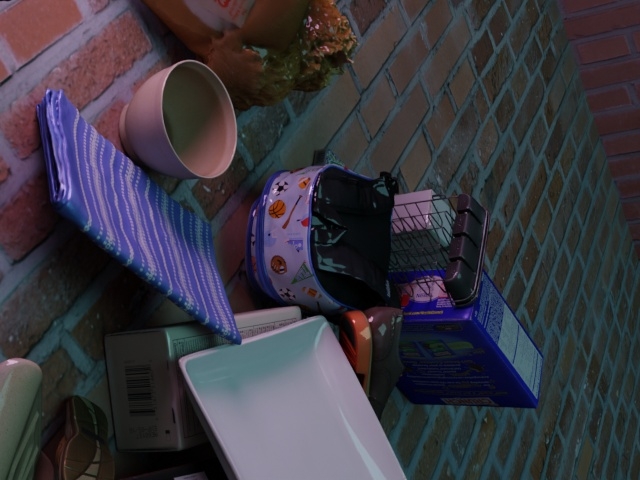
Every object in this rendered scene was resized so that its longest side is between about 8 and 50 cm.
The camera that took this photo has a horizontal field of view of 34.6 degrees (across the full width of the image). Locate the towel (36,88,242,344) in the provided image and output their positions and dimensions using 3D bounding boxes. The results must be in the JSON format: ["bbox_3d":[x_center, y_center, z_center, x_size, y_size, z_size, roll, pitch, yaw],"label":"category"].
[{"bbox_3d":[-0.224,-0.029,1.301,0.336,0.040,0.243,43,16,-41],"label":"towel"}]

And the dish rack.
[{"bbox_3d":[0.147,0.020,1.785,0.074,0.272,0.208,53,41,-41],"label":"dish rack"}]

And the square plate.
[{"bbox_3d":[-0.020,0.286,1.368,0.344,0.049,0.347,-10,71,-59],"label":"square plate"}]

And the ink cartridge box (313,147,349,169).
[{"bbox_3d":[0.028,-0.111,1.855,0.115,0.029,0.062,40,50,-47],"label":"ink cartridge box"}]

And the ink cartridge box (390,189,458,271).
[{"bbox_3d":[0.190,-0.008,1.976,0.208,0.153,0.086,38,51,-50],"label":"ink cartridge box"}]

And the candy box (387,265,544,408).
[{"bbox_3d":[0.228,0.184,1.880,0.317,0.268,0.122,51,47,-41],"label":"candy box"}]

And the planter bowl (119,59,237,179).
[{"bbox_3d":[-0.206,-0.157,1.414,0.162,0.109,0.162,19,67,-56],"label":"planter bowl"}]

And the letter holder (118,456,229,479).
[{"bbox_3d":[-0.181,0.400,1.312,0.302,0.214,0.152,4,48,-57],"label":"letter holder"}]

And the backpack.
[{"bbox_3d":[0.000,0.000,1.614,0.263,0.213,0.276,33,53,-62],"label":"backpack"}]

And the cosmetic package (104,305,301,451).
[{"bbox_3d":[-0.146,0.185,1.427,0.309,0.113,0.160,-2,85,-59],"label":"cosmetic package"}]

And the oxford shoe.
[{"bbox_3d":[0.086,0.225,1.583,0.098,0.097,0.271,-11,122,-19],"label":"oxford shoe"}]

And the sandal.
[{"bbox_3d":[-0.283,0.250,1.204,0.072,0.049,0.180,41,12,-27],"label":"sandal"}]

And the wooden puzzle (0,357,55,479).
[{"bbox_3d":[-0.347,0.309,0.991,0.348,0.081,0.322,109,-6,-61],"label":"wooden puzzle"}]

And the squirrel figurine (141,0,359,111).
[{"bbox_3d":[-0.091,-0.409,1.577,0.370,0.281,0.396,-71,154,-53],"label":"squirrel figurine"}]
